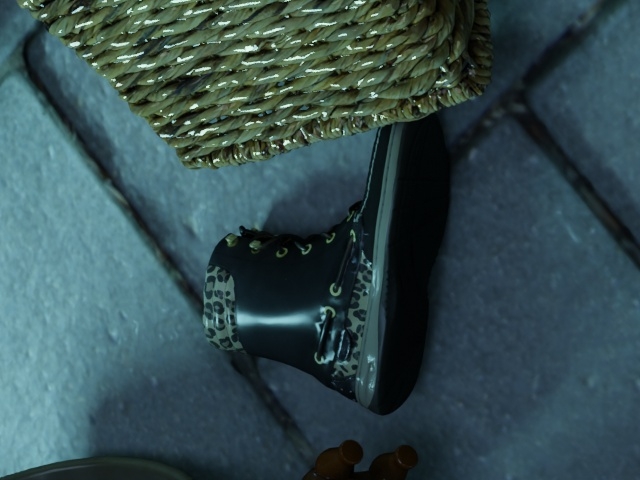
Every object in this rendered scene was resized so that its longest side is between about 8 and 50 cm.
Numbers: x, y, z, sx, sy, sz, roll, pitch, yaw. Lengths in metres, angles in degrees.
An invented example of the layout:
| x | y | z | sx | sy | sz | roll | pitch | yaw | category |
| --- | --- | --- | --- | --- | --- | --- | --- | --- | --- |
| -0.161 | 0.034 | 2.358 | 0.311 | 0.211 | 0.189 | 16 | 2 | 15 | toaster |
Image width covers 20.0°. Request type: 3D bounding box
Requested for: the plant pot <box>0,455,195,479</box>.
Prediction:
| x | y | z | sx | sy | sz | roll | pitch | yaw | category |
| --- | --- | --- | --- | --- | --- | --- | --- | --- | --- |
| -0.208 | 0.376 | 1.486 | 0.323 | 0.323 | 0.280 | -3 | 115 | 32 | plant pot |

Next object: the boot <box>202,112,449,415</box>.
| x | y | z | sx | sy | sz | roll | pitch | yaw | category |
| --- | --- | --- | --- | --- | --- | --- | --- | --- | --- |
| -0.001 | 0.001 | 1.388 | 0.179 | 0.085 | 0.236 | 15 | 106 | 32 | boot |

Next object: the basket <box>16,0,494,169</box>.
| x | y | z | sx | sy | sz | roll | pitch | yaw | category |
| --- | --- | --- | --- | --- | --- | --- | --- | --- | --- |
| -0.030 | -0.213 | 1.332 | 0.299 | 0.213 | 0.223 | -15 | 135 | 37 | basket |

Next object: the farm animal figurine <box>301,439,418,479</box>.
| x | y | z | sx | sy | sz | roll | pitch | yaw | category |
| --- | --- | --- | --- | --- | --- | --- | --- | --- | --- |
| 0.024 | 0.335 | 1.334 | 0.330 | 0.327 | 0.172 | 59 | 144 | 14 | farm animal figurine |
